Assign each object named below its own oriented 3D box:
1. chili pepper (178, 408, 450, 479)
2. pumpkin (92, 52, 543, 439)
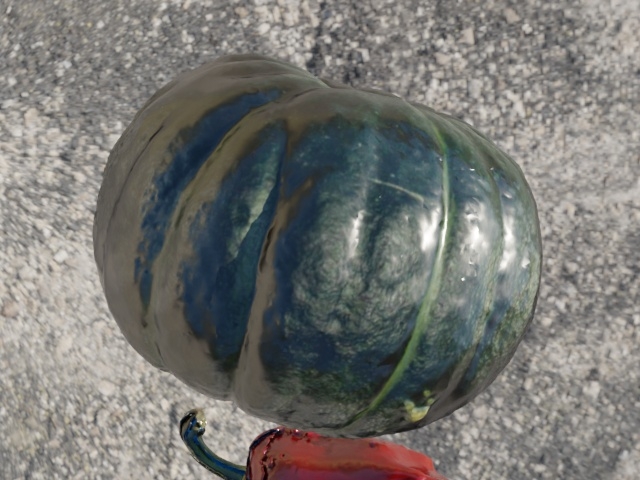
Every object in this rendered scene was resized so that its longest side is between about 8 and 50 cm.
[{"bbox_3d":[0.047,0.227,0.742,0.110,0.387,0.110,7,90,-72],"label":"chili pepper"},{"bbox_3d":[0.000,0.000,0.421,0.220,0.220,0.162,16,104,-27],"label":"pumpkin"}]
